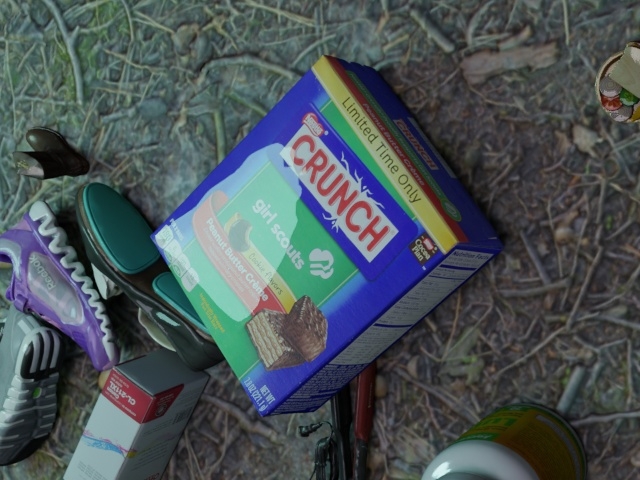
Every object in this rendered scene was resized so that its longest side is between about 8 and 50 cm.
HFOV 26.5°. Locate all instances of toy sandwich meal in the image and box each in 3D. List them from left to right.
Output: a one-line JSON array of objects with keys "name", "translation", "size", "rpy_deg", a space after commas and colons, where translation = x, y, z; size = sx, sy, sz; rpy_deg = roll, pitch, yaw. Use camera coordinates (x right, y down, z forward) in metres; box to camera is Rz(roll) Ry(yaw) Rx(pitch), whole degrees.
[{"name": "toy sandwich meal", "translation": [0.324, -0.162, 1.410], "size": [0.085, 0.029, 0.086], "rpy_deg": [4, 100, 25]}]

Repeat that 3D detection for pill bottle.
[{"name": "pill bottle", "translation": [0.184, 0.264, 1.424], "size": [0.136, 0.245, 0.136], "rpy_deg": [4, 100, 25]}]

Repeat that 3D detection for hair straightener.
[{"name": "hair straightener", "translation": [0.020, 0.239, 1.620], "size": [0.089, 0.047, 0.231], "rpy_deg": [6, 105, 25]}]

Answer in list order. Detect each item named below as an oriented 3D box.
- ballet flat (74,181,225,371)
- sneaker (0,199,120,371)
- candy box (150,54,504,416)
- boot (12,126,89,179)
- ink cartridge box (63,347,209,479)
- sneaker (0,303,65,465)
[{"name": "ballet flat", "translation": [-0.220, 0.056, 1.678], "size": [0.280, 0.095, 0.096], "rpy_deg": [47, 126, 12]}, {"name": "sneaker", "translation": [-0.337, 0.071, 1.714], "size": [0.104, 0.095, 0.236], "rpy_deg": [-29, 78, -13]}, {"name": "candy box", "translation": [0.000, 0.000, 1.522], "size": [0.317, 0.122, 0.268], "rpy_deg": [-43, 68, 23]}, {"name": "boot", "translation": [-0.359, -0.109, 1.703], "size": [0.106, 0.114, 0.037], "rpy_deg": [30, 109, 19]}, {"name": "ink cartridge box", "translation": [-0.229, 0.232, 1.686], "size": [0.072, 0.127, 0.175], "rpy_deg": [34, 111, 19]}, {"name": "sneaker", "translation": [-0.409, 0.180, 1.804], "size": [0.132, 0.086, 0.229], "rpy_deg": [44, 124, 36]}]
